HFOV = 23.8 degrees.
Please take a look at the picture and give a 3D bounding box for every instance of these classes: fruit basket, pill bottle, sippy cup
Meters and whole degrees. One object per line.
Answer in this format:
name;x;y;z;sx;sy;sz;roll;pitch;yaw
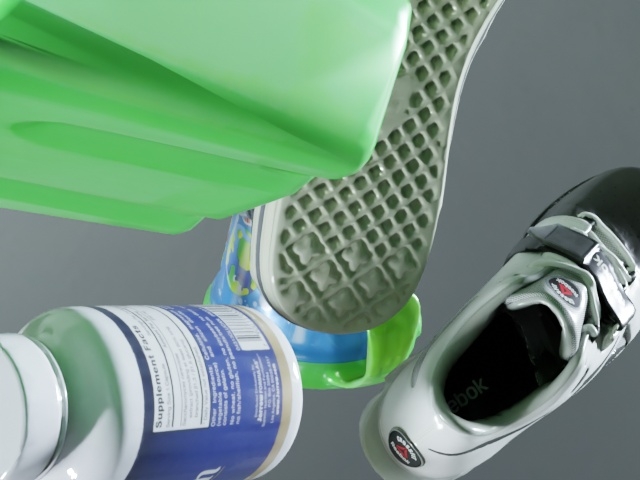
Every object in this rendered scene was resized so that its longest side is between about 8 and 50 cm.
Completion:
fruit basket;-0.139;-0.206;0.526;0.392;0.283;0.392;4;81;-27
pill bottle;-0.097;0.078;0.738;0.169;0.094;0.094;2;108;-48
sippy cup;0.000;0.000;1.604;0.240;0.305;0.224;-41;145;-50

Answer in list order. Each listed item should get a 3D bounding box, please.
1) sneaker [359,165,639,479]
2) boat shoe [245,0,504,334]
sneaker;0.177;0.053;1.115;0.122;0.146;0.330;44;66;2
boat shoe;0.047;-0.181;1.102;0.187;0.156;0.500;9;107;-17
